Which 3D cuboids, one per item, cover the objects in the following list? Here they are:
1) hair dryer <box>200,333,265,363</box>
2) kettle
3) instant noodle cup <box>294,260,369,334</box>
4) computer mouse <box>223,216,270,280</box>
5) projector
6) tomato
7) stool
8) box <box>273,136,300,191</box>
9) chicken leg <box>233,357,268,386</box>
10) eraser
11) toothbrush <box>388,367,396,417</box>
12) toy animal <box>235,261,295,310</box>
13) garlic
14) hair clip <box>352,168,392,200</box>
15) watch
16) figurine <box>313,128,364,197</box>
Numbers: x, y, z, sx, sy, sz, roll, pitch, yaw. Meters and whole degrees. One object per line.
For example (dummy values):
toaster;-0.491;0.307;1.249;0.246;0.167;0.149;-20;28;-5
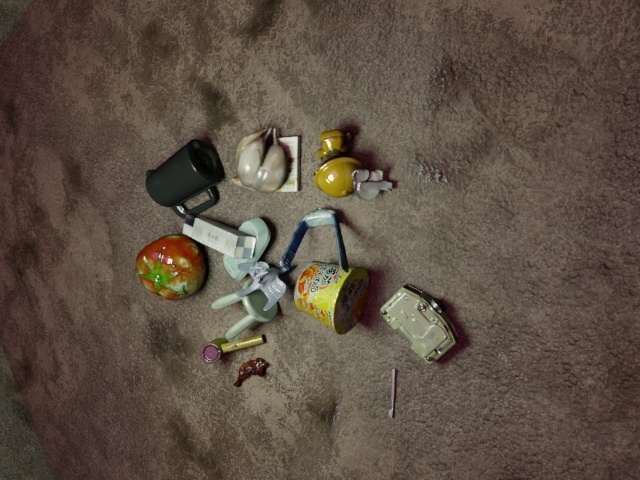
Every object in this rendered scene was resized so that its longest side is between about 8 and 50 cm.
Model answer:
hair dryer;-0.376;0.464;1.910;0.278;0.135;0.090;-15;86;7
kettle;-0.595;-0.273;1.940;0.307;0.262;0.203;-26;47;27
instant noodle cup;0.037;0.199;1.629;0.200;0.264;0.265;17;100;30
computer mouse;-0.309;0.034;1.851;0.159;0.097;0.289;47;117;31
projector;0.365;0.295;1.566;0.269;0.088;0.194;47;113;15
tomato;-0.655;0.109;1.926;0.303;0.239;0.304;10;121;16
stool;-0.314;0.284;1.816;0.198;0.195;0.195;-30;81;24
box;-0.143;-0.314;1.790;0.122;0.032;0.221;3;95;26
chicken leg;-0.317;0.581;1.914;0.219;0.048;0.090;-30;78;23
eraser;-0.443;-0.024;1.848;0.403;0.096;0.098;19;100;40
toothbrush;0.279;0.590;1.662;0.017;0.014;0.195;7;96;24
toy animal;-0.218;0.161;1.734;0.255;0.176;0.239;-36;56;-5
garlic;-0.249;-0.317;1.776;0.210;0.237;0.292;18;121;-21
hair clip;0.184;-0.203;1.580;0.049;0.172;0.116;29;120;59
watch;0.012;-0.004;1.628;0.276;0.068;0.275;1;49;30
figurine;0.060;-0.288;1.624;0.192;0.167;0.257;-15;87;12
